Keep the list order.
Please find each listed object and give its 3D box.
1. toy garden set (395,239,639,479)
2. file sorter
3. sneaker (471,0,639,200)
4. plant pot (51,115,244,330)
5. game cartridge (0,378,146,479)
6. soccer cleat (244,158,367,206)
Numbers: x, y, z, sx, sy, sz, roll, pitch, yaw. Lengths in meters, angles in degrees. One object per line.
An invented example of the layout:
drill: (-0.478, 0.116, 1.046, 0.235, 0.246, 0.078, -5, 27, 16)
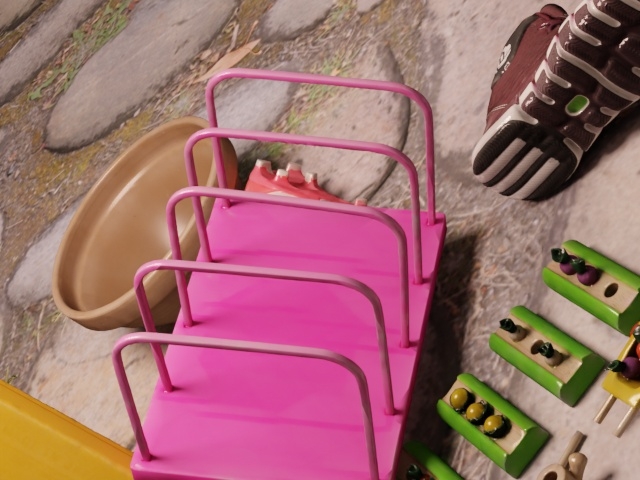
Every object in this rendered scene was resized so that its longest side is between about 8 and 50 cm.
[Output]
toy garden set: (0.160, 0.120, 1.317, 0.244, 0.049, 0.204, -52, 31, -1)
file sorter: (-0.027, 0.028, 1.388, 0.202, 0.182, 0.290, 5, 49, 12)
sneaker: (0.221, -0.173, 1.470, 0.281, 0.106, 0.162, -43, 26, 31)
plant pot: (-0.150, 0.003, 1.785, 0.237, 0.110, 0.237, -32, 36, 27)
game cartridge: (-0.275, 0.277, 1.443, 0.323, 0.285, 0.052, -58, 7, 14)
soccer cleat: (0.000, 0.000, 1.641, 0.248, 0.083, 0.095, 35, 118, 53)
